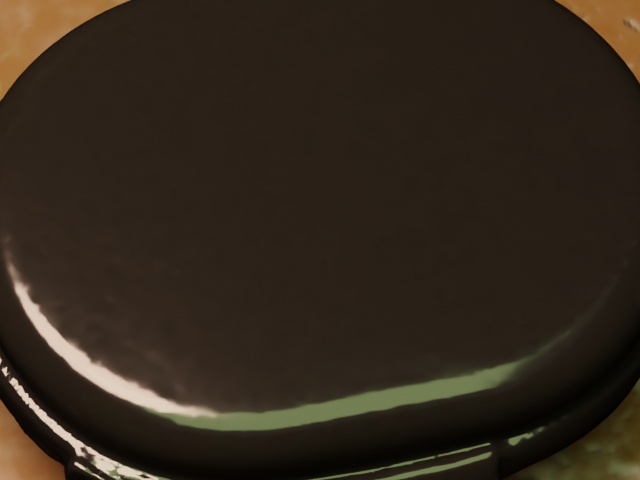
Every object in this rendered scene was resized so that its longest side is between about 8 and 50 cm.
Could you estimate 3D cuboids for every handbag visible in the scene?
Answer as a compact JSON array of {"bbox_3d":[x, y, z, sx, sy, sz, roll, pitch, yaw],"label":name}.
[{"bbox_3d":[0.000,0.001,0.770,0.308,0.093,0.254,-10,62,-8],"label":"handbag"}]
